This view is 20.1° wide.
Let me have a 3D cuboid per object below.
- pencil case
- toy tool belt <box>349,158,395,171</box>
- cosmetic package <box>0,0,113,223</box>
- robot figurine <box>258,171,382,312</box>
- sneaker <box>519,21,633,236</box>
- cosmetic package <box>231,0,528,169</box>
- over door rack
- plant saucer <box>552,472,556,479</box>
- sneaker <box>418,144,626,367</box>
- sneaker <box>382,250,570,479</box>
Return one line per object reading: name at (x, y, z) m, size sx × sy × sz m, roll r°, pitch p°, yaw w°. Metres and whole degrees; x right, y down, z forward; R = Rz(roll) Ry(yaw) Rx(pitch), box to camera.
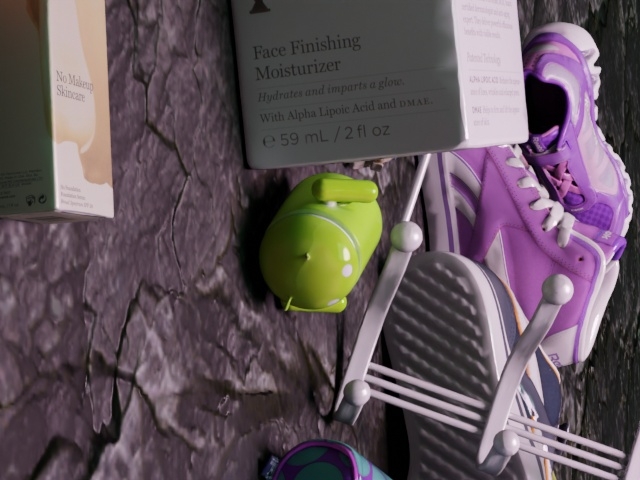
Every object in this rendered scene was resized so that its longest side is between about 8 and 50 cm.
pencil case at (0.018, 0.176, 1.173) m, size 0.070 × 0.064 × 0.152 m, roll -51°, pitch 151°, yaw -3°
toy tool belt at (0.049, -0.086, 1.326) m, size 0.083 × 0.051 × 0.052 m, roll -68°, pitch 146°, yaw -50°
cosmetic package at (-0.131, -0.067, 0.869) m, size 0.060 × 0.041 × 0.115 m, roll 6°, pitch 80°, yaw -68°
robot figurine at (0.000, 0.000, 1.159) m, size 0.115 × 0.067 × 0.101 m, roll -59°, pitch 169°, yaw -58°
sneaker at (0.235, -0.089, 1.773) m, size 0.104 × 0.095 × 0.236 m, roll -41°, pitch 119°, yaw -56°
cosmetic package at (0.039, -0.145, 1.176) m, size 0.151 × 0.151 × 0.183 m, roll -13°, pitch 97°, yaw -68°
over door rack at (0.163, 0.010, 1.283) m, size 0.108 × 0.239 × 0.324 m, roll 122°, pitch -13°, yaw -66°
plant saucer at (0.175, 0.302, 1.594) m, size 0.241 × 0.037 × 0.241 m, roll -4°, pitch 90°, yaw -69°
sneaker at (0.169, -0.032, 1.482) m, size 0.102 × 0.161 × 0.282 m, roll -5°, pitch 89°, yaw -68°
sneaker at (0.127, 0.170, 1.372) m, size 0.127 × 0.126 × 0.321 m, roll 11°, pitch 73°, yaw -62°
